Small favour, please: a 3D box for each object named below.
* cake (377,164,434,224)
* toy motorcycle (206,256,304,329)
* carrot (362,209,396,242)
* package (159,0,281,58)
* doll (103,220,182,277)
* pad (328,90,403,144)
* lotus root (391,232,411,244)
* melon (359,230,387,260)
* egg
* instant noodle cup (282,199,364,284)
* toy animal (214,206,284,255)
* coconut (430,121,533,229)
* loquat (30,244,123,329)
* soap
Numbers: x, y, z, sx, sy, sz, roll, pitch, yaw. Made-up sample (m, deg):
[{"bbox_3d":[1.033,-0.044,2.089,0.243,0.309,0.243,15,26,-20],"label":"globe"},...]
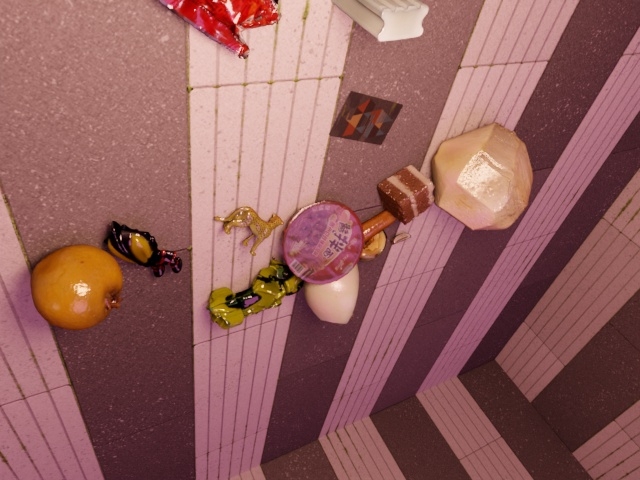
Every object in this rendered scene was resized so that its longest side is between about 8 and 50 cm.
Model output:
[{"bbox_3d":[0.289,-0.157,1.623,0.147,0.134,0.135,-40,145,-8],"label":"cake"},{"bbox_3d":[-0.203,0.175,1.600,0.342,0.142,0.206,-23,141,-18],"label":"toy motorcycle"},{"bbox_3d":[0.166,-0.037,1.710,0.225,0.067,0.067,-33,144,-5],"label":"carrot"},{"bbox_3d":[-0.196,-0.480,0.922,0.194,0.071,0.269,-52,139,0],"label":"package"},{"bbox_3d":[-0.464,0.028,1.273,0.127,0.088,0.249,-32,148,-3],"label":"doll"},{"bbox_3d":[0.133,-0.344,1.386,0.211,0.003,0.143,0,132,-38],"label":"pad"},{"bbox_3d":[0.310,-0.009,1.886,0.083,0.030,0.037,-18,173,-16],"label":"lotus root"},{"bbox_3d":[0.179,0.035,1.768,0.160,0.079,0.128,-40,172,-15],"label":"melon"},{"bbox_3d":[0.022,0.141,1.672,0.161,0.271,0.207,9,125,-19],"label":"egg"},{"bbox_3d":[0.000,0.000,1.556,0.273,0.090,0.274,-4,104,-17],"label":"instant noodle cup"},{"bbox_3d":[-0.203,-0.054,1.411,0.136,0.073,0.181,-45,131,1],"label":"toy animal"},{"bbox_3d":[0.528,-0.214,1.610,0.352,0.353,0.353,-21,142,-18],"label":"coconut"},{"bbox_3d":[-0.586,0.115,1.175,0.207,0.208,0.208,-21,142,-18],"label":"loquat"},{"bbox_3d":[0.122,-0.501,1.032,0.118,0.198,0.067,-16,141,-24],"label":"soap"}]
